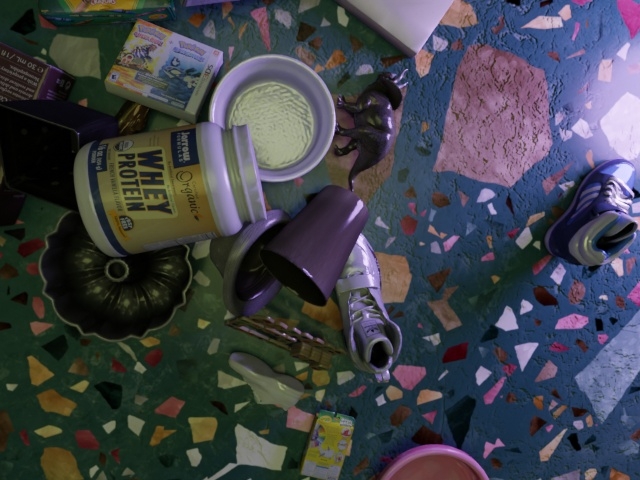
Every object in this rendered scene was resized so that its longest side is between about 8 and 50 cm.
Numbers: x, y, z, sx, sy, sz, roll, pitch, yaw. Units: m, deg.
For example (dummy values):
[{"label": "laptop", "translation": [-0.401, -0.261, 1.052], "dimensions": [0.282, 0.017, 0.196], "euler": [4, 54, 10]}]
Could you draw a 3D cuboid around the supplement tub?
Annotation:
[{"label": "supplement tub", "translation": [-0.278, -0.104, 0.929], "dimensions": [0.317, 0.228, 0.228], "euler": [-12, 97, -4]}]

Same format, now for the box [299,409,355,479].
[{"label": "box", "translation": [0.018, 0.531, 1.244], "dimensions": [0.105, 0.043, 0.179], "euler": [17, 96, -7]}]

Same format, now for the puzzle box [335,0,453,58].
[{"label": "puzzle box", "translation": [0.234, -0.689, 1.140], "dimensions": [0.272, 0.052, 0.408], "euler": [34, 91, -8]}]

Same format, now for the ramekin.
[{"label": "ramekin", "translation": [-0.111, -0.273, 1.102], "dimensions": [0.278, 0.135, 0.277], "euler": [-1, 96, -7]}]

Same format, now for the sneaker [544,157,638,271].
[{"label": "sneaker", "translation": [0.721, -0.070, 1.162], "dimensions": [0.130, 0.236, 0.322], "euler": [40, 91, -9]}]

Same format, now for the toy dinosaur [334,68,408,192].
[{"label": "toy dinosaur", "translation": [0.117, -0.271, 1.137], "dimensions": [0.161, 0.121, 0.313], "euler": [7, 91, 6]}]

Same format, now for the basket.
[{"label": "basket", "translation": [0.000, 0.000, 1.065], "dimensions": [0.226, 0.154, 0.204], "euler": [-54, 130, -23]}]

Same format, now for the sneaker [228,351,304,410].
[{"label": "sneaker", "translation": [-0.151, 0.364, 1.196], "dimensions": [0.212, 0.080, 0.094], "euler": [32, 103, -10]}]

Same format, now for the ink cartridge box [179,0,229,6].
[{"label": "ink cartridge box", "translation": [-0.207, -0.663, 1.053], "dimensions": [0.275, 0.060, 0.238], "euler": [-19, 99, -22]}]

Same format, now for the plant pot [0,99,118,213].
[{"label": "plant pot", "translation": [-0.530, -0.196, 1.001], "dimensions": [0.188, 0.167, 0.187], "euler": [20, 124, 8]}]

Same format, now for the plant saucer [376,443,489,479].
[{"label": "plant saucer", "translation": [0.289, 0.694, 1.269], "dimensions": [0.333, 0.084, 0.331], "euler": [-1, 97, -6]}]

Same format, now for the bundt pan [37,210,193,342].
[{"label": "bundt pan", "translation": [-0.456, 0.061, 1.103], "dimensions": [0.331, 0.124, 0.330], "euler": [-1, 96, -7]}]

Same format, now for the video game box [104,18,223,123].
[{"label": "video game box", "translation": [-0.349, -0.384, 1.077], "dimensions": [0.205, 0.048, 0.187], "euler": [19, 68, -8]}]

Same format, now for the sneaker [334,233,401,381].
[{"label": "sneaker", "translation": [0.105, 0.151, 1.130], "dimensions": [0.138, 0.210, 0.365], "euler": [-12, 97, -5]}]

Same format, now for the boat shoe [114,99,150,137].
[{"label": "boat shoe", "translation": [-0.437, -0.286, 1.108], "dimensions": [0.178, 0.064, 0.060], "euler": [-49, 132, -3]}]

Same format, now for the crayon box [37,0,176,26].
[{"label": "crayon box", "translation": [-0.478, -0.581, 1.057], "dimensions": [0.279, 0.081, 0.165], "euler": [-6, 96, -6]}]

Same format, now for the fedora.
[{"label": "fedora", "translation": [-0.171, 0.032, 1.107], "dimensions": [0.124, 0.275, 0.244], "euler": [31, 48, 23]}]

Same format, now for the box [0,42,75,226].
[{"label": "box", "translation": [-0.723, -0.237, 1.038], "dimensions": [0.191, 0.143, 0.381], "euler": [24, 94, -8]}]

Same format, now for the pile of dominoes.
[{"label": "pile of dominoes", "translation": [-0.087, 0.243, 1.109], "dimensions": [0.251, 0.196, 0.040], "euler": [28, 62, -21]}]
